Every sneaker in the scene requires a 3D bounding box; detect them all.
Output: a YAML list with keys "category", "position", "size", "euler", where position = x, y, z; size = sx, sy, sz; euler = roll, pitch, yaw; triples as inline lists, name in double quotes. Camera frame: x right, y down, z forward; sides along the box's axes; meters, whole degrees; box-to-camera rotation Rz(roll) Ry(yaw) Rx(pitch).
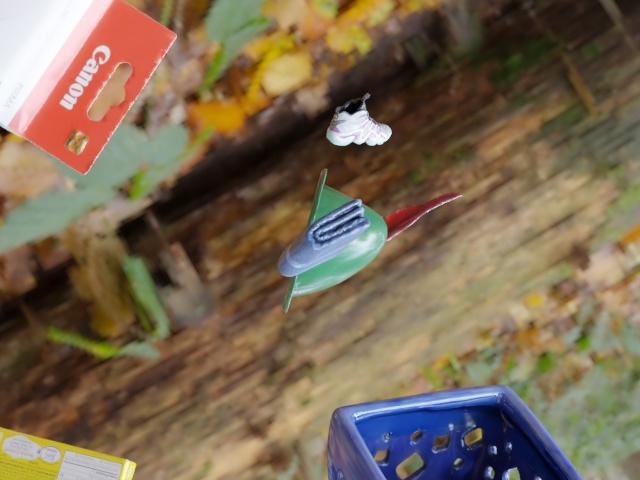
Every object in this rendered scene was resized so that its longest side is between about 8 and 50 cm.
- category: "sneaker"
  position: [0.057, -0.159, 1.987]
  size: [0.098, 0.038, 0.069]
  euler: [-9, 126, -38]

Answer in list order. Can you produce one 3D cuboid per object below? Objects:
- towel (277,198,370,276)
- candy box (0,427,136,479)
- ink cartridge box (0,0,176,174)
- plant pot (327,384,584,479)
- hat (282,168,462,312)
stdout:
- category: "towel"
  position: [0.000, 0.000, 1.391]
  size: [0.067, 0.029, 0.119]
  euler: [-27, 175, -20]
- category: "candy box"
  position: [-0.281, 0.234, 1.447]
  size: [0.206, 0.105, 0.027]
  euler: [11, 169, 19]
- category: "ink cartridge box"
  position: [-0.298, -0.209, 1.612]
  size: [0.189, 0.232, 0.066]
  euler: [-58, 174, -7]
- category: "plant pot"
  position: [0.139, 0.318, 1.685]
  size: [0.236, 0.236, 0.212]
  euler: [-5, 124, -25]
- category: "hat"
  position: [0.068, 0.012, 1.880]
  size: [0.173, 0.184, 0.208]
  euler: [123, -17, -87]
